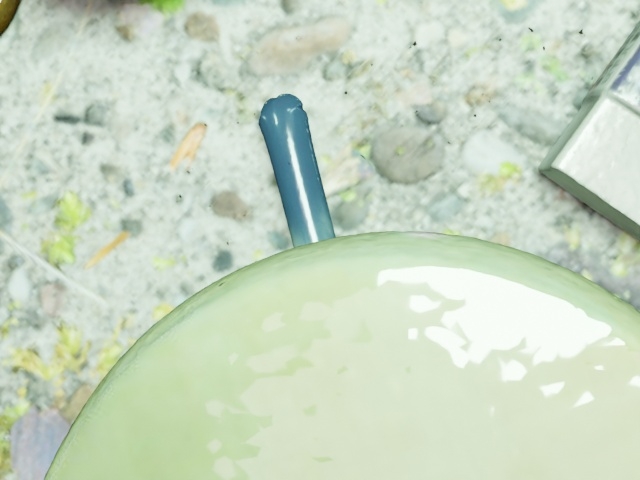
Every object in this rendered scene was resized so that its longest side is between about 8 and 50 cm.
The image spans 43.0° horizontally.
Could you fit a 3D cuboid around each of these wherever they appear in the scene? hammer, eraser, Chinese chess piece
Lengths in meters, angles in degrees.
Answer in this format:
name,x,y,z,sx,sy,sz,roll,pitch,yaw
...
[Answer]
name,x,y,z,sx,sy,sz,roll,pitch,yaw
hammer,0.000,0.000,0.514,0.116,0.069,0.194,-16,85,5
eraser,0.245,-0.096,0.494,0.124,0.068,0.210,35,93,0
Chinese chess piece,0.037,0.170,0.380,0.349,0.146,0.349,-1,83,10

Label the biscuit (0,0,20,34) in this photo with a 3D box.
name,x,y,z,sx,sy,sz,roll,pitch,yaw
biscuit,-0.310,-0.160,0.546,0.236,0.039,0.180,-32,87,1
